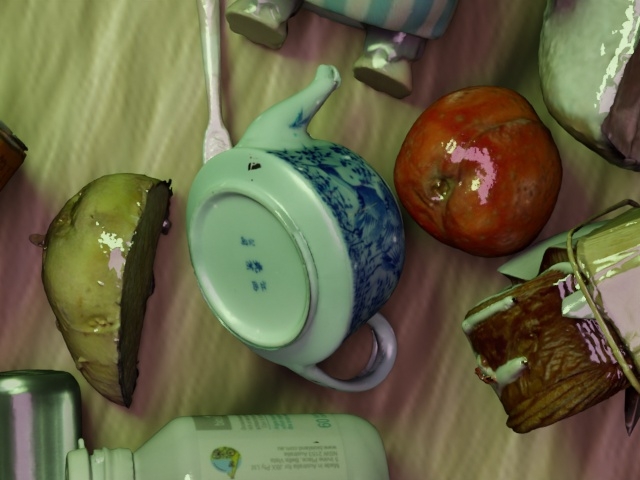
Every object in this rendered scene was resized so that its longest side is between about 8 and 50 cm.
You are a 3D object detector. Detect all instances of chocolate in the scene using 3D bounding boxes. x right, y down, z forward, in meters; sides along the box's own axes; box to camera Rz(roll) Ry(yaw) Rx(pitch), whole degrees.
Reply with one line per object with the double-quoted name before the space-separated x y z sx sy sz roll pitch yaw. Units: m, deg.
"chocolate" 0.229 -0.202 1.210 0.100 0.185 0.303 22 95 31

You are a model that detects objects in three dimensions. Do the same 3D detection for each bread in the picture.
"bread" 0.204 0.050 1.188 0.212 0.224 0.142 -31 86 24

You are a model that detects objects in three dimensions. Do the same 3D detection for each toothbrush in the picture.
"toothbrush" -0.082 -0.179 1.296 0.025 0.029 0.307 -4 88 0

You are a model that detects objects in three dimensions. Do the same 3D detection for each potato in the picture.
"potato" -0.170 0.032 1.267 0.089 0.100 0.172 12 94 8

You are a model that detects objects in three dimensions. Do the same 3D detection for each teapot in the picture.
"teapot" 0.000 0.000 1.244 0.159 0.159 0.232 -13 103 3

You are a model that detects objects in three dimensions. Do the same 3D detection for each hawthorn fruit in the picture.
"hawthorn fruit" 0.111 -0.046 1.240 0.128 0.128 0.128 0 91 3

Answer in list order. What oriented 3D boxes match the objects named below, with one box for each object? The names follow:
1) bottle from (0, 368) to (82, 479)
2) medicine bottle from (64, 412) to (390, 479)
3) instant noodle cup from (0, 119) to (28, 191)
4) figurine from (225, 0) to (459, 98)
"bottle" -0.201 0.221 1.276 0.096 0.079 0.254 -1 89 4
"medicine bottle" -0.067 0.188 1.223 0.215 0.135 0.135 0 91 -10
"instant noodle cup" -0.348 -0.058 1.193 0.296 0.296 0.214 43 84 2
"figurine" 0.061 -0.294 1.112 0.266 0.377 0.361 21 90 2
